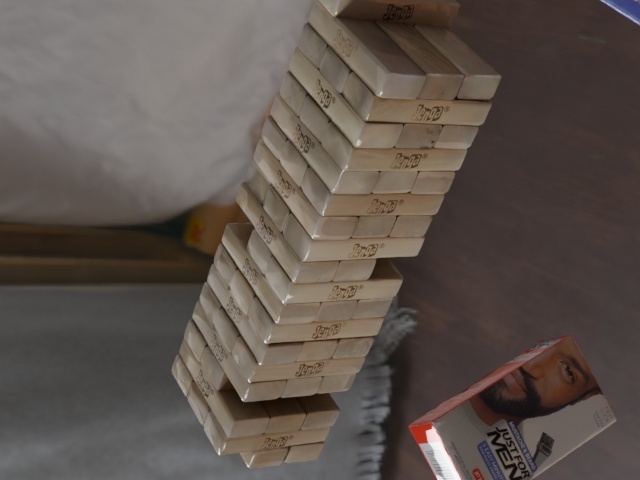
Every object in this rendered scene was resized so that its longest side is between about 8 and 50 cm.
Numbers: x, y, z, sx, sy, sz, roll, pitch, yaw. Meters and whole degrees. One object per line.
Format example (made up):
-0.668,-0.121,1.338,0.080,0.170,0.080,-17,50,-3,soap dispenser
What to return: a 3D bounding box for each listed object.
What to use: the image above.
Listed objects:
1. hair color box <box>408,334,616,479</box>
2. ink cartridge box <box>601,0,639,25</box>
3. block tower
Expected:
0.174,0.164,1.103,0.093,0.167,0.053,62,155,0,hair color box
0.254,-0.187,0.538,0.186,0.065,0.311,37,83,14,ink cartridge box
0.000,0.000,0.792,0.097,0.091,0.335,52,132,41,block tower
